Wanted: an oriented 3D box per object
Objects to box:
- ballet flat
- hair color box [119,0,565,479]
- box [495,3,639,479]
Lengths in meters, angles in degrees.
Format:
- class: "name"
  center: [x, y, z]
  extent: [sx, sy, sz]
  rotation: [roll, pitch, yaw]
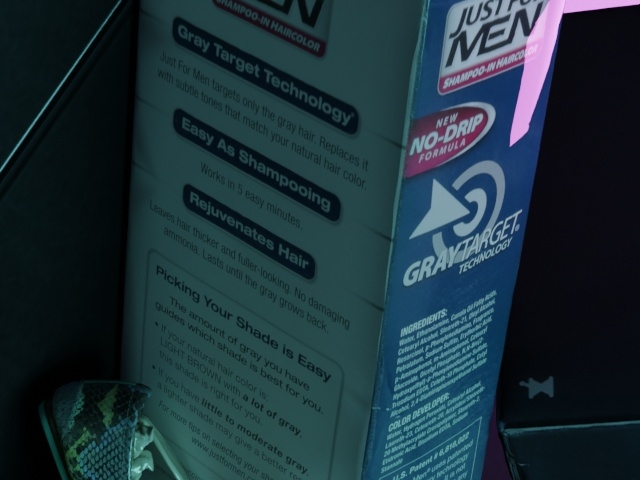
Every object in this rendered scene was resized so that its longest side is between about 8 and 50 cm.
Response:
- class: "ballet flat"
  center: [-0.084, 0.157, 0.905]
  extent: [0.070, 0.070, 0.188]
  rotation: [-26, 107, -40]
- class: "hair color box"
  center: [0.000, 0.000, 0.870]
  extent: [0.105, 0.174, 0.347]
  rotation: [-24, 132, -41]
- class: "box"
  center: [0.209, 0.064, 1.063]
  extent: [0.294, 0.182, 0.296]
  rotation: [69, 20, -48]
